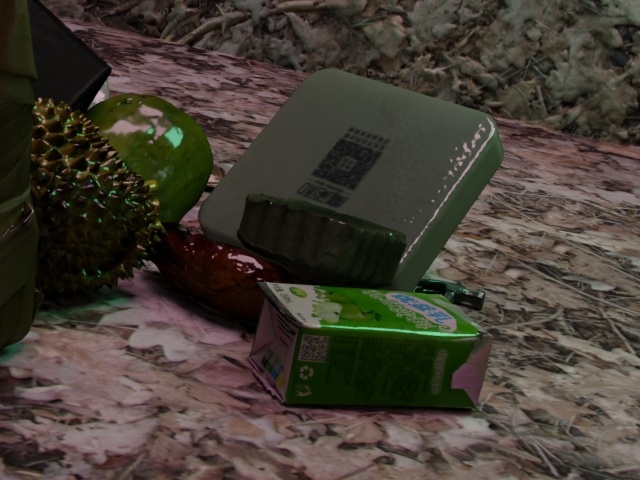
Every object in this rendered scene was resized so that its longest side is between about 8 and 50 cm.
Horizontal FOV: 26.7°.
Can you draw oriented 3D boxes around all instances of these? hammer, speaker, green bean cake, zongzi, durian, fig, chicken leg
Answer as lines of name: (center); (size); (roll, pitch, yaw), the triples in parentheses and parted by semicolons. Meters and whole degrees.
hammer: (0.167, 0.104, 1.966); (0.103, 0.029, 0.246); (15, 18, 15)
speaker: (-0.467, -0.240, 2.022); (0.232, 0.184, 0.254); (43, -24, -5)
green bean cake: (0.000, 0.000, 1.824); (0.183, 0.094, 0.185); (20, 1, 29)
zongzi: (-0.526, -0.140, 1.546); (0.499, 0.467, 0.218); (18, 17, 25)
durian: (-0.346, -0.042, 1.748); (0.258, 0.258, 0.293); (24, -10, 39)
fig: (-0.293, -0.104, 2.011); (0.233, 0.233, 0.314); (14, 9, 11)
chicken leg: (-0.090, 0.067, 1.823); (0.406, 0.096, 0.158); (20, 0, 24)

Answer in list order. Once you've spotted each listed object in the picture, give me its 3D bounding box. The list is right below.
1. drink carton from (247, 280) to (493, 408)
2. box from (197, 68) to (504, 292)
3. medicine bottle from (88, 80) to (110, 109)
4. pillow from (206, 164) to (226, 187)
drink carton: (0.058, 0.128, 1.657); (0.271, 0.108, 0.161); (4, 17, -23)
box: (0.045, -0.081, 2.053); (0.367, 0.090, 0.373); (21, 63, 33)
medicine bottle: (-0.533, -0.207, 2.242); (0.339, 0.208, 0.208); (5, 17, -19)
pillow: (-0.275, -0.128, 2.464); (0.211, 0.034, 0.135); (6, 20, -12)
